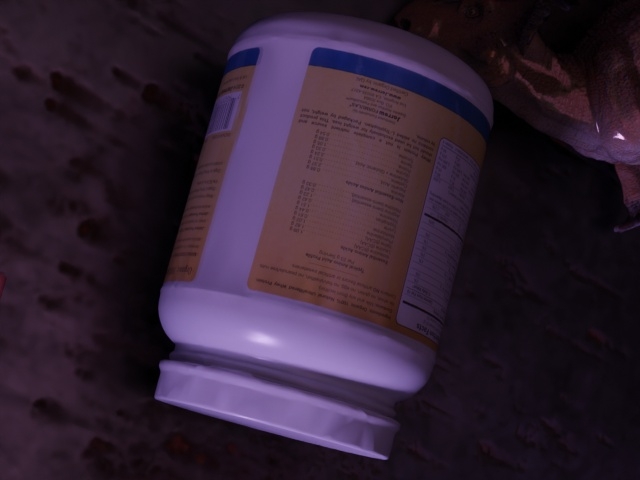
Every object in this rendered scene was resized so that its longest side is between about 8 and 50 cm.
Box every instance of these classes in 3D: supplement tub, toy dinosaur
[{"bbox_3d":[0.000,0.000,0.634,0.144,0.144,0.200,20,79,-24],"label":"supplement tub"},{"bbox_3d":[0.206,-0.119,0.762,0.295,0.127,0.200,-23,90,-31],"label":"toy dinosaur"}]

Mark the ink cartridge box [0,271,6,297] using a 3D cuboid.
[{"bbox_3d":[-0.230,0.094,0.557,0.115,0.067,0.198,19,79,-25],"label":"ink cartridge box"}]
